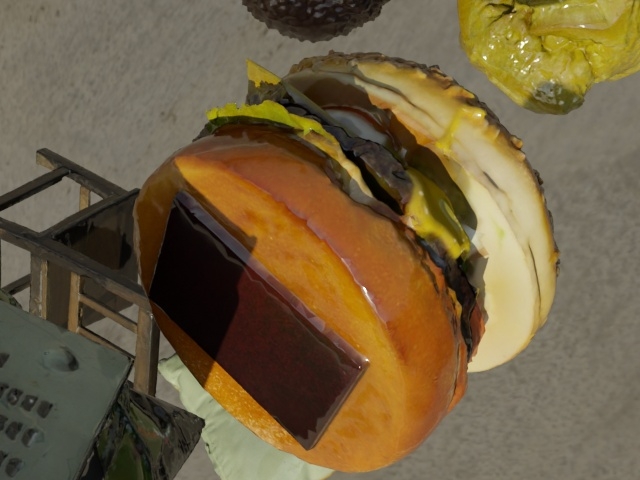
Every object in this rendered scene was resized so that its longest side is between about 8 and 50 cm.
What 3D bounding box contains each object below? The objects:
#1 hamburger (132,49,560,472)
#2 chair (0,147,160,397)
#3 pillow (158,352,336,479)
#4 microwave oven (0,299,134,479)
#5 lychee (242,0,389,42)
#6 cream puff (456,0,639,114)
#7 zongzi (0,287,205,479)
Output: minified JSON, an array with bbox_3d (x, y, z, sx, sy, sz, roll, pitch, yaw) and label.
[{"bbox_3d":[0.021,0.006,0.736,0.291,0.291,0.225,50,58,-2],"label":"hamburger"},{"bbox_3d":[-0.335,0.043,1.531,0.416,0.203,0.241,22,29,23],"label":"chair"},{"bbox_3d":[-0.043,0.208,1.471,0.312,0.119,0.310,-33,54,-3],"label":"pillow"},{"bbox_3d":[-0.321,0.197,0.552,0.333,0.247,0.394,24,115,-9],"label":"microwave oven"},{"bbox_3d":[-0.018,-0.432,1.535,0.268,0.267,0.267,4,76,-18],"label":"lychee"},{"bbox_3d":[0.361,-0.335,1.554,0.323,0.274,0.269,33,74,8],"label":"cream puff"},{"bbox_3d":[-0.266,0.222,0.834,0.384,0.319,0.362,30,33,-26],"label":"zongzi"}]
